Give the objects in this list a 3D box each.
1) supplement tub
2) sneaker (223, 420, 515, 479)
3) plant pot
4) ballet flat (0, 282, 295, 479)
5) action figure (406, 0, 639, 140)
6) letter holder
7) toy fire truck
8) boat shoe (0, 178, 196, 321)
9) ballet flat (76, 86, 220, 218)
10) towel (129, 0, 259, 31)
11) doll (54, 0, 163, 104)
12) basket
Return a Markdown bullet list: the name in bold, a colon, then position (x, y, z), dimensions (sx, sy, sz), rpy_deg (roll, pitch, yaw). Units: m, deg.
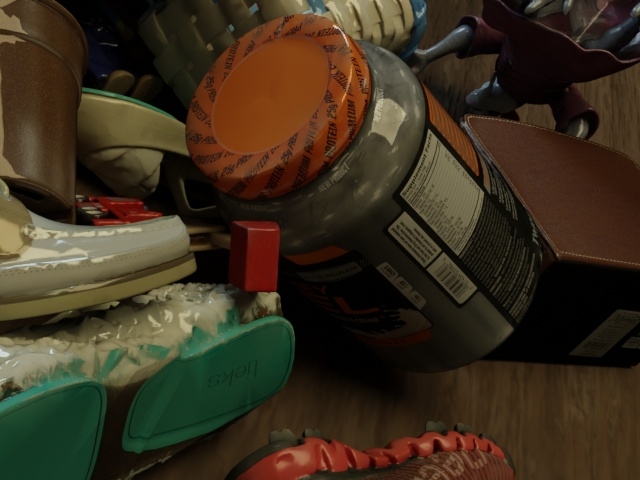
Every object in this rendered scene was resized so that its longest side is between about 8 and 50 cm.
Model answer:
- **supplement tub**: position (0.039, -0.035, 1.117), dimensions (0.316, 0.194, 0.193), rpy_deg (43, 23, -44)
- **sneaker**: position (0.057, 0.213, 1.018), dimensions (0.276, 0.097, 0.135), rpy_deg (4, 48, -42)
- **plant pot**: position (-0.248, -0.073, 0.984), dimensions (0.167, 0.167, 0.165), rpy_deg (16, 49, -35)
- **ballet flat**: position (-0.175, 0.107, 0.895), dimensions (0.147, 0.147, 0.409), rpy_deg (52, 30, 15)
- **action figure**: position (0.260, -0.240, 1.579), dimensions (0.248, 0.276, 0.370), rpy_deg (43, -13, 4)
- **letter holder**: position (0.243, 0.001, 1.426), dimensions (0.302, 0.152, 0.214), rpy_deg (7, 44, -43)
- **toy fire truck**: position (-0.115, -0.001, 1.009), dimensions (0.135, 0.047, 0.192), rpy_deg (0, 9, -18)
- **boat shoe**: position (-0.224, 0.003, 0.849), dimensions (0.302, 0.113, 0.103), rpy_deg (-9, 90, -26)
- **ballet flat**: position (-0.133, -0.065, 1.170), dimensions (0.248, 0.086, 0.086), rpy_deg (14, 42, -39)
- **towel**: position (-0.029, -0.183, 1.454), dimensions (0.370, 0.040, 0.271), rpy_deg (48, 33, 9)
- **doll**: position (-0.219, -0.202, 1.262), dimensions (0.129, 0.046, 0.189), rpy_deg (1, 46, -53)
- **basket**: position (-0.003, -0.224, 1.263), dimensions (0.289, 0.255, 0.201), rpy_deg (-22, 82, -50)
